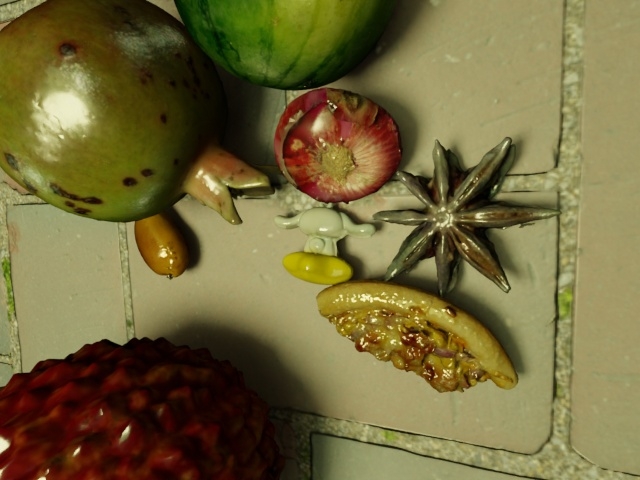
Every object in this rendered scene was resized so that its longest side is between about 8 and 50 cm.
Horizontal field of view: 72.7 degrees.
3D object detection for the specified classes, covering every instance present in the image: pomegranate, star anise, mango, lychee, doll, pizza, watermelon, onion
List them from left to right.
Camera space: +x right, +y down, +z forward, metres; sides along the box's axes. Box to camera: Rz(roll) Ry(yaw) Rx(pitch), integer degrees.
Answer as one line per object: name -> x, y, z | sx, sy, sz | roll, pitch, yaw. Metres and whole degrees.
lychee -> -0.277, 0.349, 0.528 | 0.500, 0.424, 0.424 | -40, 79, -6
pomegranate -> -0.226, -0.127, 0.551 | 0.290, 0.291, 0.323 | -33, 113, 23
mango -> -0.243, 0.000, 0.670 | 0.077, 0.063, 0.127 | -37, 77, 28
watermelon -> -0.035, -0.282, 0.448 | 0.242, 0.242, 0.242 | 3, 98, 23
doll -> -0.007, -0.001, 0.569 | 0.135, 0.071, 0.113 | 32, 100, 21
onion -> 0.020, -0.130, 0.527 | 0.150, 0.140, 0.150 | 2, 137, 2
pizza -> 0.109, 0.112, 0.511 | 0.246, 0.058, 0.127 | 31, 132, 7
star anise -> 0.157, -0.021, 0.492 | 0.180, 0.061, 0.205 | 26, 107, 23
